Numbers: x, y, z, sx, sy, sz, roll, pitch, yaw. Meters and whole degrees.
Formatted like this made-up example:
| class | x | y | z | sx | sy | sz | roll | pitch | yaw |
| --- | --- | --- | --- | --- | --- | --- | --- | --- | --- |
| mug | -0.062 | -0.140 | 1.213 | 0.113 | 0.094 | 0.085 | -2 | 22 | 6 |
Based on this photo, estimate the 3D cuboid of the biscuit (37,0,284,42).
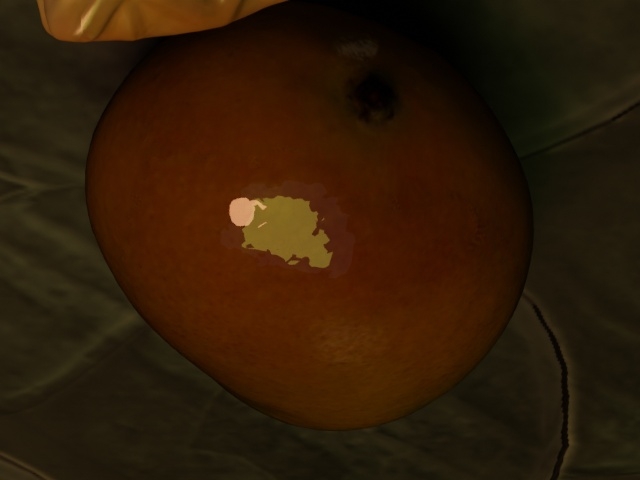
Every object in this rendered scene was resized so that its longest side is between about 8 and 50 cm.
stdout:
| class | x | y | z | sx | sy | sz | roll | pitch | yaw |
| --- | --- | --- | --- | --- | --- | --- | --- | --- | --- |
| biscuit | 0.006 | -0.208 | 0.453 | 0.204 | 0.040 | 0.309 | -14 | 118 | -27 |

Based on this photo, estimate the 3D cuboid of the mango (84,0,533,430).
| class | x | y | z | sx | sy | sz | roll | pitch | yaw |
| --- | --- | --- | --- | --- | --- | --- | --- | --- | --- |
| mango | 0.005 | -0.002 | 0.751 | 0.175 | 0.139 | 0.254 | -4 | 152 | 20 |
